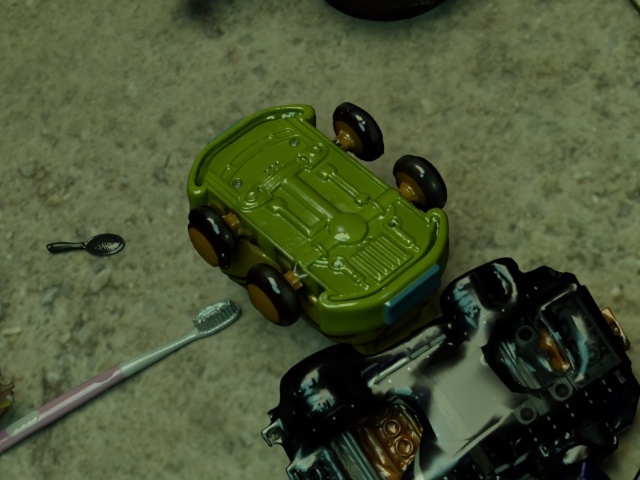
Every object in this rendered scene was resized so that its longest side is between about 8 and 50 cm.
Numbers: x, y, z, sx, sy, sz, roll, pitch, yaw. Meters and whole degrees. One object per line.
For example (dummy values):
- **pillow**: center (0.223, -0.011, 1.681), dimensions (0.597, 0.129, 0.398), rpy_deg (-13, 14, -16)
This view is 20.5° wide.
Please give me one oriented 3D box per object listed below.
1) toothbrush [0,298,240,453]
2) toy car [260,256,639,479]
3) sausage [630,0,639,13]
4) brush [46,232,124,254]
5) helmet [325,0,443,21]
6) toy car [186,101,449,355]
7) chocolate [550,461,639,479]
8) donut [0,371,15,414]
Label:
- **toothbrush**: center (-0.201, 0.130, 1.626), dimensions (0.286, 0.025, 0.020), rpy_deg (-30, 52, 0)
- **toy car**: center (0.115, 0.143, 1.442), dimensions (0.301, 0.118, 0.193), rpy_deg (-28, 72, -4)
- **sausage**: center (0.288, -0.270, 1.705), dimensions (0.033, 0.033, 0.269), rpy_deg (-29, 52, 0)
- **brush**: center (-0.230, 0.005, 1.730), dimensions (0.083, 0.008, 0.024), rpy_deg (-3, 60, 18)
- **helmet**: center (0.058, -0.322, 1.743), dimensions (0.189, 0.193, 0.216), rpy_deg (-36, 95, -4)
- **toy car**: center (0.000, 0.000, 1.563), dimensions (0.200, 0.142, 0.248), rpy_deg (-33, 57, -21)
- **chocolate**: center (0.140, 0.281, 1.327), dimensions (0.343, 0.126, 0.148), rpy_deg (-42, 96, -11)
- **donut**: center (-0.388, 0.113, 1.669), dimensions (0.199, 0.085, 0.232), rpy_deg (-21, 53, 5)
